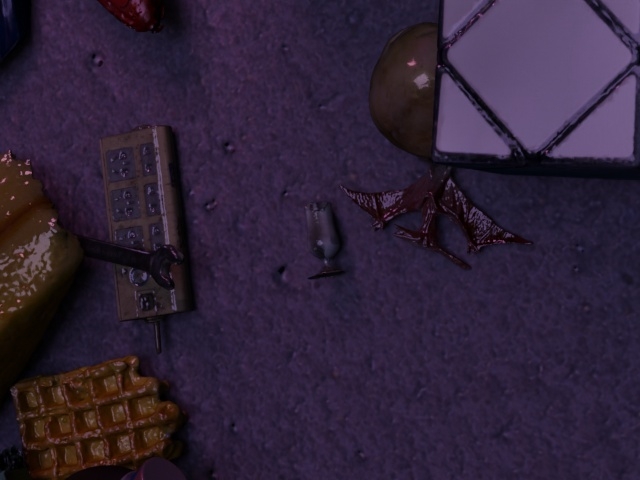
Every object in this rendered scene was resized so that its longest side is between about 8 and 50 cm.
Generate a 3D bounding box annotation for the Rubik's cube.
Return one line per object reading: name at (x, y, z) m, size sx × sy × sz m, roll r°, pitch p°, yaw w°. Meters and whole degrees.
Rubik's cube at (0.238, -0.165, 1.468) m, size 0.205 × 0.205 × 0.207 m, roll 2°, pitch 89°, yaw 25°

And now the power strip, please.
power strip at (-0.199, -0.002, 1.760) m, size 0.092 × 0.034 × 0.267 m, roll -9°, pitch 85°, yaw 24°

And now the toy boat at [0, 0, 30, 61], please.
toy boat at (-0.478, -0.278, 1.857) m, size 0.292 × 0.070 × 0.210 m, roll -27°, pitch 81°, yaw 11°

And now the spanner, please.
spanner at (-0.246, 0.012, 1.753) m, size 0.255 × 0.015 × 0.054 m, roll 12°, pitch 100°, yaw 41°

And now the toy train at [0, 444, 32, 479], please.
toy train at (-0.379, 0.287, 1.801) m, size 0.148 × 0.038 × 0.071 m, roll -38°, pitch 66°, yaw 52°

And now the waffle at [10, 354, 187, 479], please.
waffle at (-0.248, 0.217, 1.766) m, size 0.211 × 0.055 × 0.160 m, roll -16°, pitch 83°, yaw 25°

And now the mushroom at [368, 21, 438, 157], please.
mushroom at (0.109, -0.155, 1.573) m, size 0.112 × 0.148 × 0.148 m, roll 14°, pitch 97°, yaw -19°

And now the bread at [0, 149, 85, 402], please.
bread at (-0.430, 0.093, 1.839) m, size 0.362 × 0.245 × 0.233 m, roll -39°, pitch 68°, yaw -8°

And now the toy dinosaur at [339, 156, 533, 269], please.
toy dinosaur at (0.121, -0.034, 1.615) m, size 0.220 × 0.032 × 0.108 m, roll 15°, pitch 93°, yaw 22°

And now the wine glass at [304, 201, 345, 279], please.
wine glass at (0.000, 0.000, 1.664) m, size 0.042 × 0.039 × 0.083 m, roll -12°, pitch 82°, yaw 16°

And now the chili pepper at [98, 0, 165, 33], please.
chili pepper at (-0.292, -0.377, 1.772) m, size 0.387 × 0.110 × 0.110 m, roll 47°, pitch 107°, yaw 19°

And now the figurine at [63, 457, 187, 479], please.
figurine at (-0.236, 0.342, 1.667) m, size 0.158 × 0.161 × 0.275 m, roll 45°, pitch 133°, yaw 26°
